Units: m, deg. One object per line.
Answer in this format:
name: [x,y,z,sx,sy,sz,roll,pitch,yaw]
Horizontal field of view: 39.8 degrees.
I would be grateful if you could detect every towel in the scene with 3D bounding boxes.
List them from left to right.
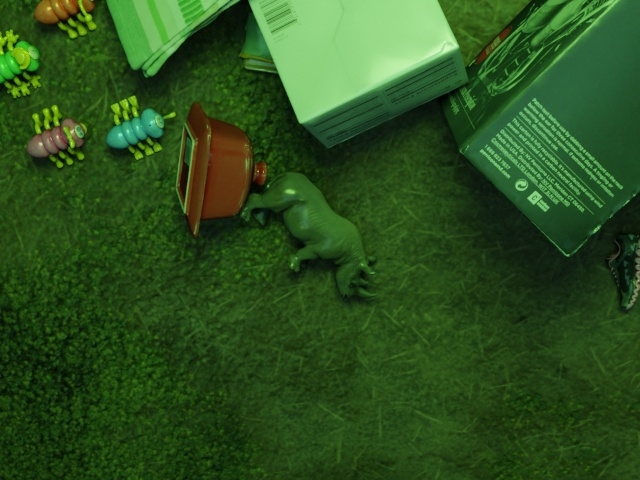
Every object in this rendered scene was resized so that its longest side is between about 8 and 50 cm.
towel: [-0.158,-0.376,1.063,0.324,0.038,0.248,-27,80,37]

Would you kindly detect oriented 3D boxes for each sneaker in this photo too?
sneaker: [0.445,0.042,1.294,0.057,0.047,0.119,10,110,20]

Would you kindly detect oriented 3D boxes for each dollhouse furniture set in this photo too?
dollhouse furniture set: [-0.035,-0.258,1.196,0.151,0.058,0.076,9,109,-1]

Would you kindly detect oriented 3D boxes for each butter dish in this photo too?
butter dish: [-0.131,-0.097,1.220,0.118,0.160,0.160,3,111,-17]

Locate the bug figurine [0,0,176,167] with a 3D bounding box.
bug figurine: [-0.342,-0.216,1.218,0.216,0.072,0.279,-25,107,11]

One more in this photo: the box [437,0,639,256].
box: [0.318,-0.196,1.053,0.179,0.343,0.312,43,105,-11]

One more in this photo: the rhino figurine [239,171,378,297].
rhino figurine: [0.000,0.000,1.279,0.106,0.073,0.243,-40,105,18]

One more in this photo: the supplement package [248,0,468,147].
supplement package: [0.033,-0.282,1.086,0.204,0.145,0.262,-24,78,11]
